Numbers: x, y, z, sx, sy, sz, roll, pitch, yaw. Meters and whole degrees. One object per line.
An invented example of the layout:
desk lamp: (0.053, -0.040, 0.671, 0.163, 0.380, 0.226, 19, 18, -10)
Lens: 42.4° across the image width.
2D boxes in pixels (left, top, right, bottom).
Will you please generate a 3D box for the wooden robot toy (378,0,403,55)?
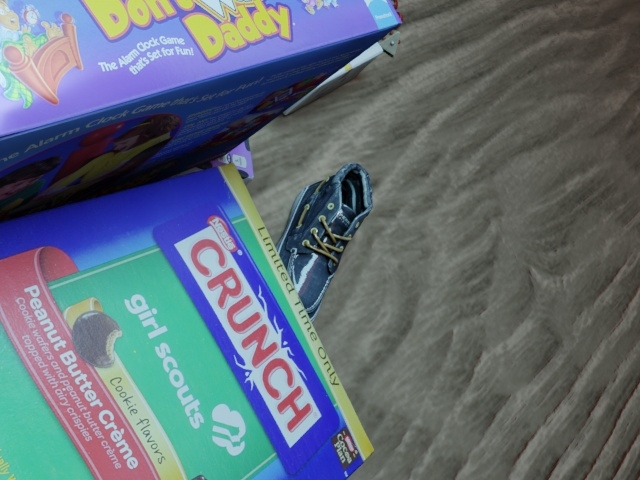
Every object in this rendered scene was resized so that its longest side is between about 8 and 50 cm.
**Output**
wooden robot toy: (0.094, -0.346, 1.131, 0.076, 0.079, 0.173, 2, 64, -42)

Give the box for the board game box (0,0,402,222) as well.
board game box: (-0.136, -0.090, 0.544, 0.347, 0.233, 0.078, -29, 91, -46)

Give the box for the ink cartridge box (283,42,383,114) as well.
ink cartridge box: (-0.024, -0.223, 0.953, 0.115, 0.067, 0.198, 54, 40, -2)

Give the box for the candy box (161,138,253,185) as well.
candy box: (-0.168, -0.131, 0.758, 0.196, 0.070, 0.164, 11, 59, -38)

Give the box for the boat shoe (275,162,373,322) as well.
boat shoe: (0.000, 0.000, 0.822, 0.065, 0.083, 0.183, 33, 47, -23)

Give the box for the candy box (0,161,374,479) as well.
candy box: (-0.130, 0.111, 0.564, 0.317, 0.122, 0.268, -25, 87, -57)
